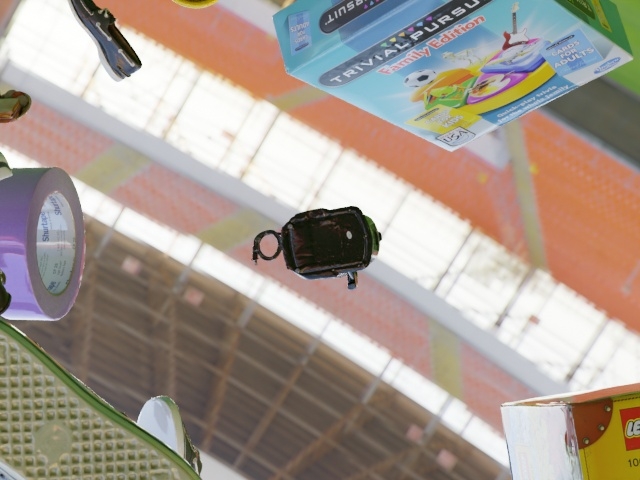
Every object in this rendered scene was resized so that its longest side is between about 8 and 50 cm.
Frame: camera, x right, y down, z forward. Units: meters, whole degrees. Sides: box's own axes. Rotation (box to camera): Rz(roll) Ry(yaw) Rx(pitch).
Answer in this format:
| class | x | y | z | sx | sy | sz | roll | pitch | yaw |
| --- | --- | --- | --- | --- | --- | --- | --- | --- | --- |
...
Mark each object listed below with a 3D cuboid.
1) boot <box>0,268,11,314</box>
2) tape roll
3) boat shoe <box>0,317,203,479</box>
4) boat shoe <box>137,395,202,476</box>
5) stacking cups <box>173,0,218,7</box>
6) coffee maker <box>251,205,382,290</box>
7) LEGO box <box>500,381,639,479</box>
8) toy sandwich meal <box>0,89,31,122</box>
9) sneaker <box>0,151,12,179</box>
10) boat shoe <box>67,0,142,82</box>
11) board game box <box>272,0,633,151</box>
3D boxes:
| class | x | y | z | sx | sy | sz | roll | pitch | yaw |
| --- | --- | --- | --- | --- | --- | --- | --- | --- | --- |
| boot | -0.463 | 0.039 | 1.891 | 0.114 | 0.037 | 0.106 | 54 | -176 | -36 |
| tape roll | -0.513 | 0.005 | 2.546 | 0.090 | 0.275 | 0.275 | 1 | -176 | 13 |
| boat shoe | -0.279 | 0.277 | 1.687 | 0.500 | 0.187 | 0.156 | 46 | 170 | -10 |
| boat shoe | -0.278 | 0.434 | 2.738 | 0.108 | 0.301 | 0.102 | 4 | -164 | 37 |
| stacking cups | -0.163 | -0.352 | 1.807 | 0.096 | 0.096 | 0.316 | 29 | -172 | -12 |
| coffee maker | 0.000 | 0.000 | 2.118 | 0.171 | 0.120 | 0.178 | 14 | 180 | 6 |
| LEGO box | 0.546 | 0.282 | 1.968 | 0.500 | 0.193 | 0.372 | -8 | 174 | -7 |
| toy sandwich meal | -0.526 | -0.228 | 2.378 | 0.085 | 0.085 | 0.029 | 39 | 155 | 38 |
| sneaker | -0.624 | -0.147 | 2.347 | 0.235 | 0.153 | 0.094 | -11 | -167 | 44 |
| boat shoe | -0.247 | -0.242 | 1.616 | 0.125 | 0.038 | 0.046 | 61 | -161 | -7 |
| board game box | 0.152 | -0.220 | 1.545 | 0.336 | 0.253 | 0.079 | 18 | -128 | -52 |
